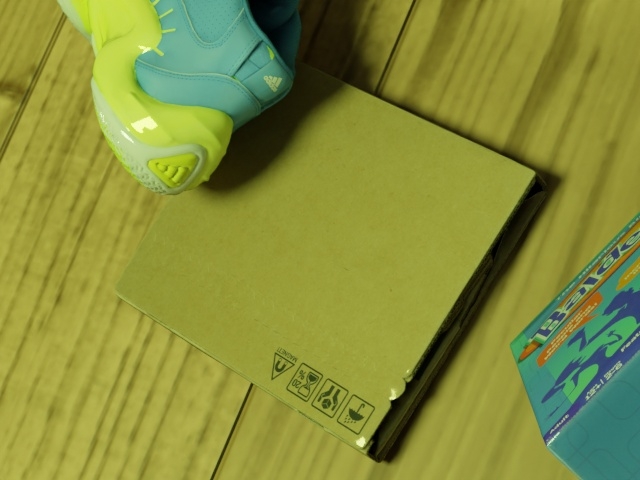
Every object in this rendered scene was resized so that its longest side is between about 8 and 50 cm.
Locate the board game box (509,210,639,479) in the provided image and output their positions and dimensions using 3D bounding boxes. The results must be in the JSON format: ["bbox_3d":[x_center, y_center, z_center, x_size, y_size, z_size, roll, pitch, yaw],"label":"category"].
[{"bbox_3d":[0.152,0.019,0.741,0.047,0.210,0.160,43,96,-2],"label":"board game box"}]

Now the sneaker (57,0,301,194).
[{"bbox_3d":[-0.074,-0.131,1.019,0.126,0.091,0.240,-31,49,9],"label":"sneaker"}]

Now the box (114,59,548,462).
[{"bbox_3d":[0.000,0.000,0.953,0.201,0.021,0.164,29,85,39],"label":"box"}]
